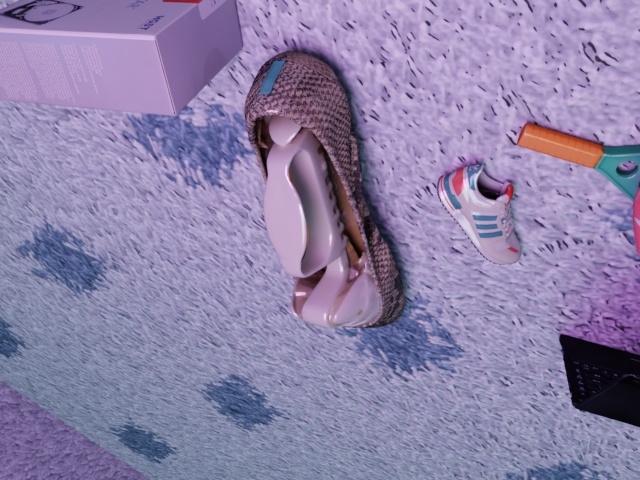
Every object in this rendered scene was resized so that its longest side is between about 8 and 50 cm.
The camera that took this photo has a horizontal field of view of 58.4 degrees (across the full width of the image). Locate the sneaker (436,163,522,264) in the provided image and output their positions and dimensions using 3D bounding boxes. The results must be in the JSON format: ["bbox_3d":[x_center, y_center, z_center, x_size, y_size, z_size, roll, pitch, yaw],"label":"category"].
[{"bbox_3d":[0.223,-0.033,0.735,0.161,0.057,0.075,46,137,-17],"label":"sneaker"}]

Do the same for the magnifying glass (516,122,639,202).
[{"bbox_3d":[0.343,-0.087,0.658,0.230,0.026,0.092,20,136,6],"label":"magnifying glass"}]

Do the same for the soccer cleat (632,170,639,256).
[{"bbox_3d":[0.468,-0.007,0.535,0.318,0.108,0.117,16,119,35],"label":"soccer cleat"}]

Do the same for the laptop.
[{"bbox_3d":[0.451,0.173,0.717,0.234,0.264,0.137,15,117,10],"label":"laptop"}]

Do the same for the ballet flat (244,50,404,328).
[{"bbox_3d":[0.000,0.000,0.772,0.163,0.182,0.483,-1,130,22],"label":"ballet flat"}]

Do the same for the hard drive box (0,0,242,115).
[{"bbox_3d":[-0.233,-0.231,0.658,0.231,0.181,0.089,8,132,15],"label":"hard drive box"}]
